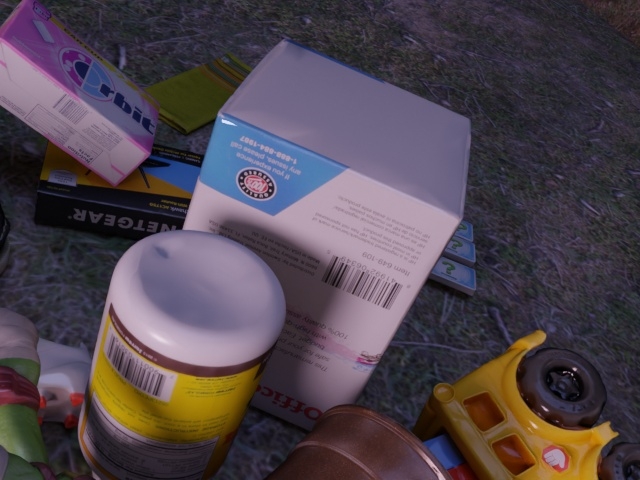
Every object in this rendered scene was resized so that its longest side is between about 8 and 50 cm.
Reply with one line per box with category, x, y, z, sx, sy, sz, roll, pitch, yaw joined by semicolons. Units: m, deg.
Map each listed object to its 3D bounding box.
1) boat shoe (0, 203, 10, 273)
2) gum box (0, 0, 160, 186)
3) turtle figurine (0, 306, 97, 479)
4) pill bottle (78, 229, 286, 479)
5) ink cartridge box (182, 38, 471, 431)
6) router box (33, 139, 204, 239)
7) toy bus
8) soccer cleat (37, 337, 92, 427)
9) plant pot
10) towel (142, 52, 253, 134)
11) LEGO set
boat shoe;-0.390;0.024;0.559;0.127;0.113;0.340;41;39;19
gum box;-0.255;-0.151;0.764;0.188;0.062;0.107;40;27;-30
turtle figurine;-0.226;0.160;0.402;0.274;0.198;0.266;-21;35;-17
pill bottle;-0.108;0.105;0.531;0.117;0.215;0.117;16;37;-12
ink cartridge box;-0.011;-0.001;0.676;0.198;0.270;0.197;24;34;-1
router box;-0.220;-0.062;0.824;0.178;0.046;0.133;10;38;-20
toy bus;0.166;0.216;0.629;0.211;0.150;0.220;-16;53;-26
soccer cleat;-0.274;0.105;0.571;0.196;0.068;0.076;11;32;-30
plant pot;-0.006;0.225;0.500;0.165;0.167;0.167;-25;58;-38
towel;-0.165;-0.223;1.082;0.102;0.021;0.237;32;37;12
LEGO set;0.102;-0.038;0.974;0.244;0.060;0.182;23;32;-2
